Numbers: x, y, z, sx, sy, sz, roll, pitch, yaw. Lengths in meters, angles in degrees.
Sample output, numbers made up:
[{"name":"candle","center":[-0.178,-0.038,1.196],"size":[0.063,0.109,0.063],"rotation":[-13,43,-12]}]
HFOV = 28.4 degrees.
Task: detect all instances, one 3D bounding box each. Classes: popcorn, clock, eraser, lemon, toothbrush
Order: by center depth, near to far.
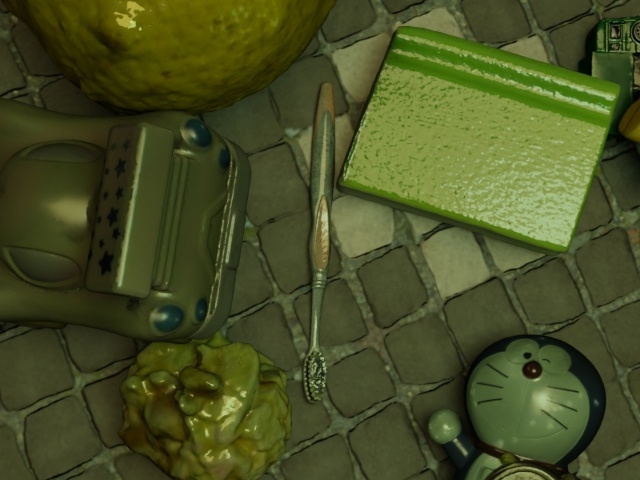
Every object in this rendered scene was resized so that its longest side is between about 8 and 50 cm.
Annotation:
[{"name":"lemon","center":[-0.144,-0.305,1.312],"size":[0.387,0.350,0.349],"rotation":[-20,87,-4]},{"name":"popcorn","center":[-0.120,0.179,1.348],"size":[0.187,0.185,0.167],"rotation":[38,80,-25]},{"name":"clock","center":[0.219,0.223,1.409],"size":[0.200,0.146,0.243],"rotation":[19,88,11]},{"name":"eraser","center":[0.176,-0.116,1.435],"size":[0.274,0.092,0.210],"rotation":[19,87,6]},{"name":"toothbrush","center":[0.000,0.000,1.458],"size":[0.028,0.037,0.375],"rotation":[4,81,-10]}]

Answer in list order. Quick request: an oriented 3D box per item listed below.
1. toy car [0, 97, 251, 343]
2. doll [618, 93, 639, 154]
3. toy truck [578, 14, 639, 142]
[{"name":"toy car","center":[-0.262,-0.022,1.278],"size":[0.336,0.226,0.242],"rotation":[5,83,24]},{"name":"doll","center":[0.492,-0.084,1.463],"size":[0.314,0.141,0.177],"rotation":[31,98,-16]},{"name":"toy truck","center":[0.352,-0.193,1.504],"size":[0.079,0.065,0.147],"rotation":[3,86,-3]}]
